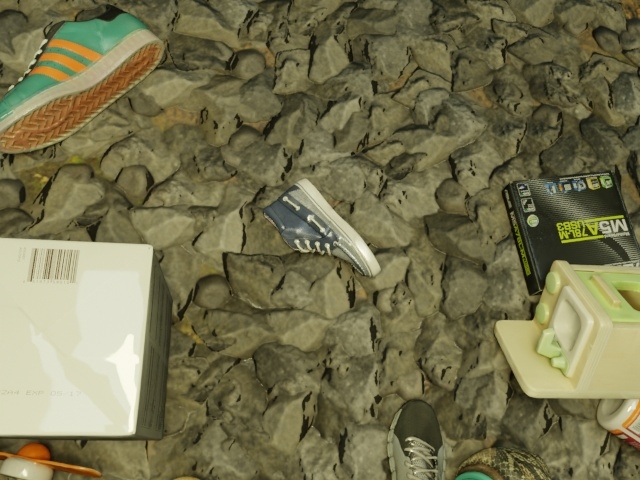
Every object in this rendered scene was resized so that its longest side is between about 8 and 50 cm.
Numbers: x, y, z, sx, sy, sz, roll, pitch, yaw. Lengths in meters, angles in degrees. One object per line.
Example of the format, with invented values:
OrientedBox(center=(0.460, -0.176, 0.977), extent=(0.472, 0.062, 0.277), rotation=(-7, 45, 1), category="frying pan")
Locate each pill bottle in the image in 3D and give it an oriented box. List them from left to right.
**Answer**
OrientedBox(center=(0.487, 0.271, 0.882), extent=(0.152, 0.086, 0.086), rotation=(33, 71, 3), category="pill bottle")

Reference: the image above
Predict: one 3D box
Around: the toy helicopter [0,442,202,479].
OrientedBox(center=(-0.306, 0.346, 0.745), extent=(0.355, 0.140, 0.235), rotation=(-6, 64, -21), category="toy helicopter")

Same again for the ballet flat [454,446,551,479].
OrientedBox(center=(0.295, 0.502, 0.757), extent=(0.182, 0.164, 0.483), rotation=(4, 68, -34), category="ballet flat")

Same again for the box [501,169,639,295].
OrientedBox(center=(0.406, -0.014, 0.987), extent=(0.190, 0.045, 0.184), rotation=(-6, 70, -9), category="box")

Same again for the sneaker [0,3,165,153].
OrientedBox(center=(-0.387, -0.249, 0.927), extent=(0.121, 0.108, 0.302), rotation=(42, 63, 8), category="sneaker")

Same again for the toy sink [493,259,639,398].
OrientedBox(center=(0.388, 0.120, 0.860), extent=(0.234, 0.131, 0.153), rotation=(2, 30, -6), category="toy sink")

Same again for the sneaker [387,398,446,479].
OrientedBox(center=(0.140, 0.308, 0.784), extent=(0.086, 0.132, 0.229), rotation=(13, 61, -8), category="sneaker")

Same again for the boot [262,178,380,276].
OrientedBox(center=(0.000, 0.000, 0.920), extent=(0.086, 0.069, 0.190), rotation=(-39, 73, -10), category="boot")

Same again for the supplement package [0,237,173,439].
OrientedBox(center=(-0.291, 0.132, 0.724), extent=(0.199, 0.263, 0.198), rotation=(3, 71, -7), category="supplement package")
